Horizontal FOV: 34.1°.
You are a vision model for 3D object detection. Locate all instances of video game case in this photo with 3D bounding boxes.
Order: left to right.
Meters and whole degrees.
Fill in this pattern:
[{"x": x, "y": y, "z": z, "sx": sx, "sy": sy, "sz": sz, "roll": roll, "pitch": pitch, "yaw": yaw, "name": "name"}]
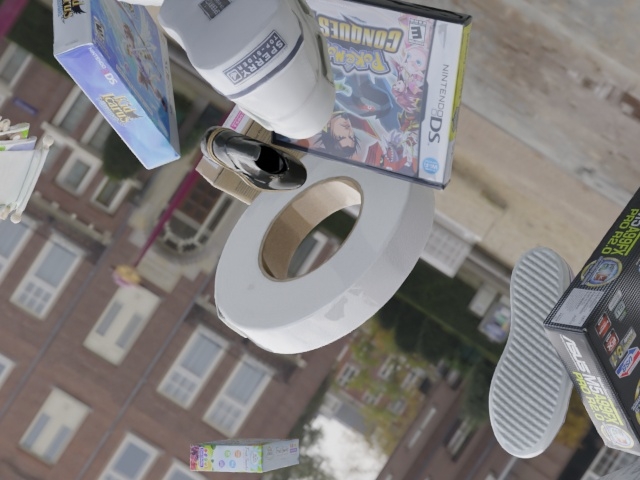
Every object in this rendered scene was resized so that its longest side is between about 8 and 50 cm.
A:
[{"x": -0.286, "y": -0.274, "z": 1.468, "sx": 0.269, "sy": 0.061, "sz": 0.244, "roll": 58, "pitch": -164, "yaw": -56, "name": "video game case"}, {"x": 0.061, "y": -0.215, "z": 1.439, "sx": 0.275, "sy": 0.248, "sz": 0.035, "roll": 17, "pitch": -145, "yaw": 19, "name": "video game case"}]

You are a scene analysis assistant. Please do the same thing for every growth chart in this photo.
[{"x": -0.460, "y": -0.096, "z": 1.430, "sx": 0.021, "sy": 0.172, "sz": 0.237, "roll": 35, "pitch": -165, "yaw": 21, "name": "growth chart"}]

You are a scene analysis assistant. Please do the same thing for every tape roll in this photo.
[{"x": 0.000, "y": 0.000, "z": 1.640, "sx": 0.072, "sy": 0.392, "sz": 0.392, "roll": 44, "pitch": 175, "yaw": -33, "name": "tape roll"}]

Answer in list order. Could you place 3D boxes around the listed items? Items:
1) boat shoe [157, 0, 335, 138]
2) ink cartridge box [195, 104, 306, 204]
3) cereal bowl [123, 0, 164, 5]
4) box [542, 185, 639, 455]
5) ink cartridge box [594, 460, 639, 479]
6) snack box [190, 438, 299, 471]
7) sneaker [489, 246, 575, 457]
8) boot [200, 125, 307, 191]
[{"x": -0.046, "y": -0.147, "z": 0.738, "sx": 0.088, "sy": 0.096, "sz": 0.267, "roll": 48, "pitch": -176, "yaw": -29, "name": "boat shoe"}, {"x": -0.080, "y": -0.172, "z": 1.881, "sx": 0.193, "sy": 0.235, "sz": 0.088, "roll": 30, "pitch": -175, "yaw": -38, "name": "ink cartridge box"}, {"x": -0.128, "y": -0.383, "z": 1.077, "sx": 0.339, "sy": 0.339, "sz": 0.141, "roll": 34, "pitch": 179, "yaw": 35, "name": "cereal bowl"}, {"x": 0.394, "y": 0.086, "z": 1.257, "sx": 0.060, "sy": 0.270, "sz": 0.216, "roll": 6, "pitch": 136, "yaw": 49, "name": "box"}, {"x": 0.313, "y": 0.207, "z": 0.759, "sx": 0.226, "sy": 0.306, "sz": 0.131, "roll": -7, "pitch": -112, "yaw": -59, "name": "ink cartridge box"}, {"x": -0.096, "y": 0.281, "z": 1.372, "sx": 0.100, "sy": 0.037, "sz": 0.141, "roll": -4, "pitch": 172, "yaw": 18, "name": "snack box"}, {"x": 0.309, "y": 0.166, "z": 1.374, "sx": 0.102, "sy": 0.282, "sz": 0.161, "roll": -1, "pitch": 151, "yaw": 34, "name": "sneaker"}, {"x": -0.068, "y": -0.107, "z": 1.569, "sx": 0.198, "sy": 0.077, "sz": 0.137, "roll": 15, "pitch": -177, "yaw": -42, "name": "boot"}]
